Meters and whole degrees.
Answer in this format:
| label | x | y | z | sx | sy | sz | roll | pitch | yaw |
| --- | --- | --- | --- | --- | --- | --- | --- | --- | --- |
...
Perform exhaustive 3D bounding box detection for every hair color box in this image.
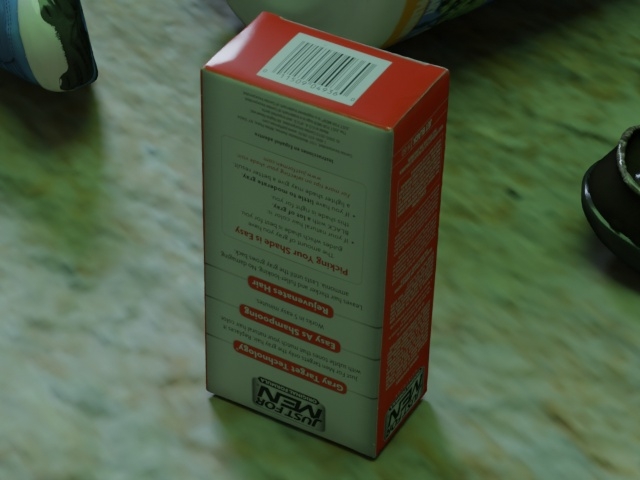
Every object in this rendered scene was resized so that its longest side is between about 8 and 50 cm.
| label | x | y | z | sx | sy | sz | roll | pitch | yaw |
| --- | --- | --- | --- | --- | --- | --- | --- | --- | --- |
| hair color box | 0.000 | 0.000 | 0.666 | 0.072 | 0.141 | 0.043 | 20 | 42 | 21 |

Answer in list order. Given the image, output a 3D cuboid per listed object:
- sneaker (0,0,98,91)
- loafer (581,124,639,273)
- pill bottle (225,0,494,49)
| label | x | y | z | sx | sy | sz | roll | pitch | yaw |
| --- | --- | --- | --- | --- | --- | --- | --- | --- | --- |
| sneaker | -0.158 | -0.115 | 0.864 | 0.081 | 0.080 | 0.211 | -21 | 34 | -17 |
| loafer | 0.211 | -0.018 | 0.749 | 0.220 | 0.078 | 0.080 | 9 | 39 | 7 |
| pill bottle | 0.082 | -0.192 | 0.901 | 0.272 | 0.152 | 0.152 | -26 | 46 | -30 |
